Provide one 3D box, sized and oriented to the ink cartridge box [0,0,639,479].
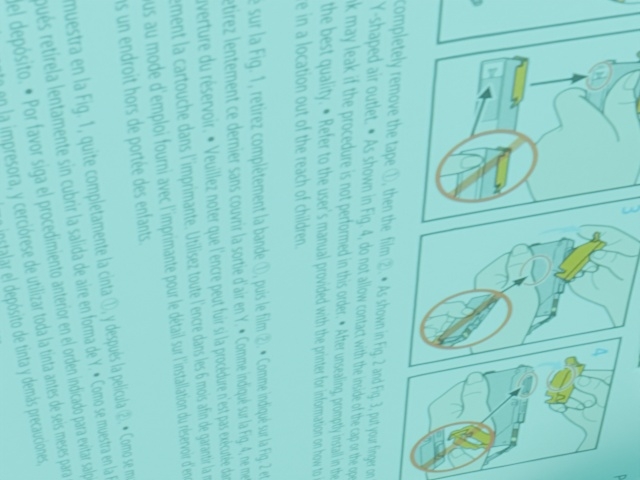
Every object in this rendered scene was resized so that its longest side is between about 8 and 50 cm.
[{"bbox_3d":[0.000,0.000,0.433,0.261,0.066,0.296,-12,142,-11],"label":"ink cartridge box"}]
